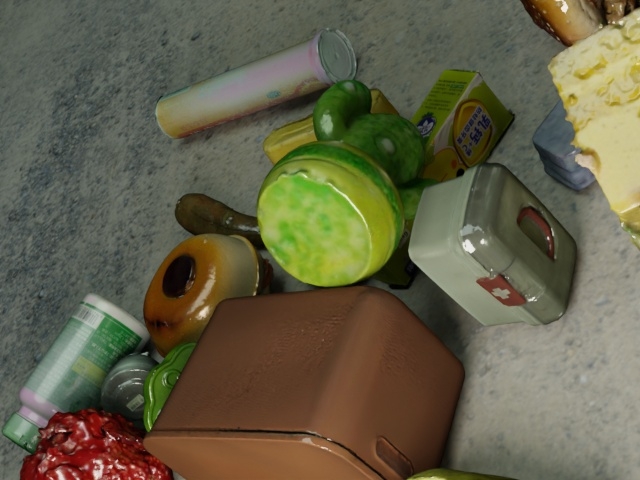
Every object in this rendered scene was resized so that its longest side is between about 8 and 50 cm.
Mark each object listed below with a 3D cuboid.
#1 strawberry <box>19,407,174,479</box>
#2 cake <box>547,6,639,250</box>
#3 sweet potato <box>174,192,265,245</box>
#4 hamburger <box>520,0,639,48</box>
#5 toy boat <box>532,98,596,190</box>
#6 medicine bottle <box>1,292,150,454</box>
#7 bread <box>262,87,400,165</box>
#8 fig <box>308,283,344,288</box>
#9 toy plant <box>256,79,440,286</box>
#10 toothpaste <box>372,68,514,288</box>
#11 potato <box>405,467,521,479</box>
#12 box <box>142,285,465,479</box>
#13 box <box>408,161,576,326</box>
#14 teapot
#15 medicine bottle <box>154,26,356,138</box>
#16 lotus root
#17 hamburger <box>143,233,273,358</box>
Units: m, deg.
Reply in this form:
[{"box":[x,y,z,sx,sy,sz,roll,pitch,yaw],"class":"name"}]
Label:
[{"box":[-0.321,0.371,1.769,0.220,0.274,0.274,1,46,-1],"class":"strawberry"},{"box":[0.434,-0.111,1.426,0.227,0.222,0.286,-29,62,24],"class":"cake"},{"box":[-0.165,-0.030,2.106,0.273,0.075,0.075,16,68,49],"class":"sweet potato"},{"box":[0.346,-0.389,1.788,0.146,0.243,0.286,-38,30,16],"class":"hamburger"},{"box":[0.410,-0.197,1.679,0.283,0.078,0.127,-49,33,-1],"class":"toy boat"},{"box":[-0.407,0.232,2.043,0.133,0.133,0.274,14,66,51],"class":"medicine bottle"},{"box":[0.020,-0.171,2.037,0.245,0.094,0.102,-19,35,32],"class":"bread"},{"box":[0.000,0.000,1.853,0.166,0.144,0.154,48,128,35],"class":"fig"},{"box":[0.057,-0.084,1.620,0.184,0.224,0.316,-45,6,39],"class":"toy plant"},{"box":[0.154,-0.093,1.808,0.077,0.110,0.327,14,66,53],"class":"toothpaste"},{"box":[0.206,0.323,1.352,0.271,0.160,0.111,1,14,43],"class":"potato"},{"box":[-0.012,0.215,1.576,0.339,0.239,0.229,-7,49,42],"class":"box"},{"box":[0.220,0.010,1.558,0.129,0.210,0.148,-14,47,41],"class":"box"},{"box":[-0.290,0.245,1.965,0.111,0.149,0.108,-2,24,-4],"class":"teapot"},{"box":[-0.129,-0.282,2.287,0.426,0.108,0.108,-14,47,39],"class":"medicine bottle"},{"box":[-0.189,0.238,1.814,0.186,0.186,0.186,-27,40,25],"class":"lotus root"},{"box":[-0.177,0.095,1.932,0.237,0.147,0.237,-29,41,29],"class":"hamburger"}]
